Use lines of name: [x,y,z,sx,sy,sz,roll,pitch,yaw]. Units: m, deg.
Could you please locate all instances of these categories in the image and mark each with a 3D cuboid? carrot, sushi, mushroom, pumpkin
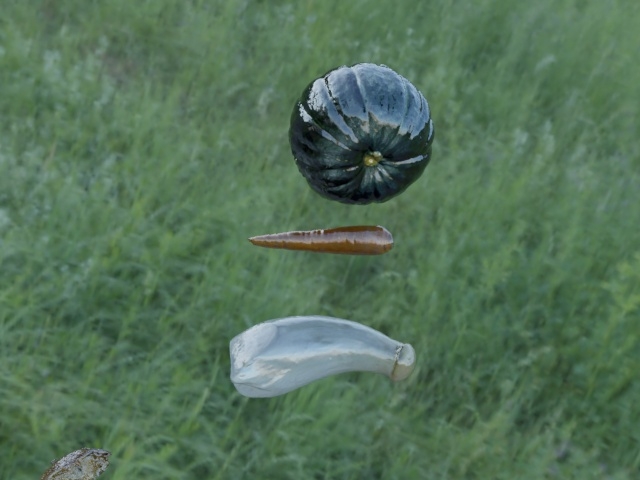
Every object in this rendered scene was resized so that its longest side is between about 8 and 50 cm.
carrot: [0.000,0.000,1.417,0.216,0.048,0.048,0,16,1]
sushi: [-0.339,0.323,1.316,0.061,0.118,0.060,48,-21,-24]
mushroom: [0.002,0.163,1.419,0.270,0.103,0.118,-7,52,-3]
pumpkin: [0.060,-0.154,1.423,0.220,0.221,0.162,14,30,-21]
